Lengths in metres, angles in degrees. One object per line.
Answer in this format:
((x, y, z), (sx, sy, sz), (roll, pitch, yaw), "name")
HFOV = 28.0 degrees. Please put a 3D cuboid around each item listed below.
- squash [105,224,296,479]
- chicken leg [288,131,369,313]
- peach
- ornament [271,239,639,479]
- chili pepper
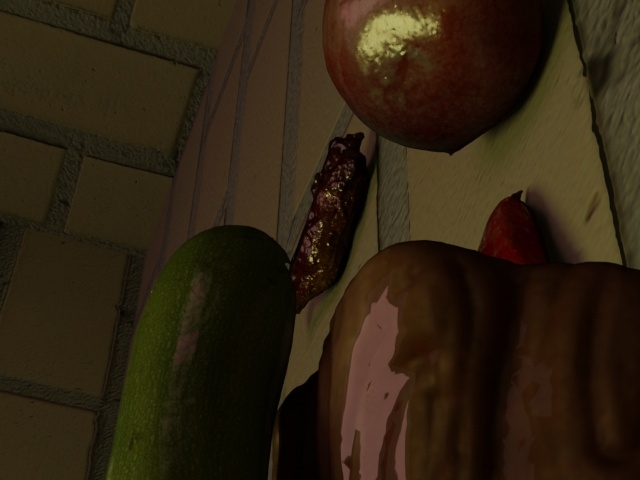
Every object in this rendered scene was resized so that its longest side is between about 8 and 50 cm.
((-0.035, 0.063, 0.366), (0.183, 0.052, 0.052), (-87, 17, -46), "squash")
((0.002, 0.000, 1.217), (0.089, 0.048, 0.219), (-112, 38, -75), "chicken leg")
((0.081, -0.130, 0.862), (0.152, 0.152, 0.152), (-165, 90, -78), "peach")
((0.064, 0.146, 0.340), (0.235, 0.221, 0.218), (-13, 40, 24), "ornament")
((0.110, 0.041, 0.684), (0.268, 0.050, 0.059), (-93, 6, -57), "chili pepper")
